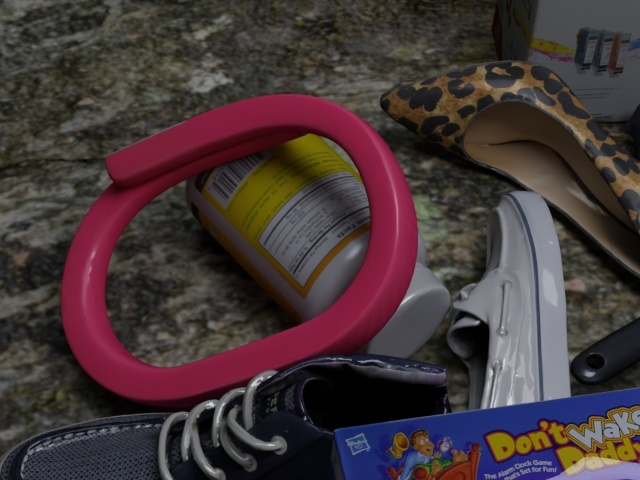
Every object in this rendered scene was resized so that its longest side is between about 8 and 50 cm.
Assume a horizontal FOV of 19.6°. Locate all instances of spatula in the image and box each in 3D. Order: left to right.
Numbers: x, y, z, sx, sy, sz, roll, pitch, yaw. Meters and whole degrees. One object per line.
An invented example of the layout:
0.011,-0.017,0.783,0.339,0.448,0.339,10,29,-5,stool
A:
0.298,0.052,1.458,0.296,0.030,0.084,-21,54,-38,spatula

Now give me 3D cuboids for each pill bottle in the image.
0.000,0.000,1.440,0.117,0.117,0.215,-30,59,-26,pill bottle

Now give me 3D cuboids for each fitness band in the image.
-0.066,0.010,1.375,0.291,0.054,0.209,-20,71,20,fitness band

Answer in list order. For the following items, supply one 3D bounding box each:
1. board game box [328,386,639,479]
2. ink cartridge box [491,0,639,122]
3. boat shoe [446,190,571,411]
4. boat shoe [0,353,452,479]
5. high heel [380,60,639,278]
0.176,0.195,1.218,0.347,0.233,0.078,-7,52,-10,board game box
0.227,-0.204,1.588,0.127,0.176,0.128,-2,50,-6,ink cartridge box
0.138,0.065,1.413,0.084,0.095,0.258,4,49,-6,boat shoe
-0.063,0.142,1.291,0.340,0.158,0.127,-1,51,-6,boat shoe
0.177,-0.053,1.512,0.261,0.093,0.186,8,47,-7,high heel
